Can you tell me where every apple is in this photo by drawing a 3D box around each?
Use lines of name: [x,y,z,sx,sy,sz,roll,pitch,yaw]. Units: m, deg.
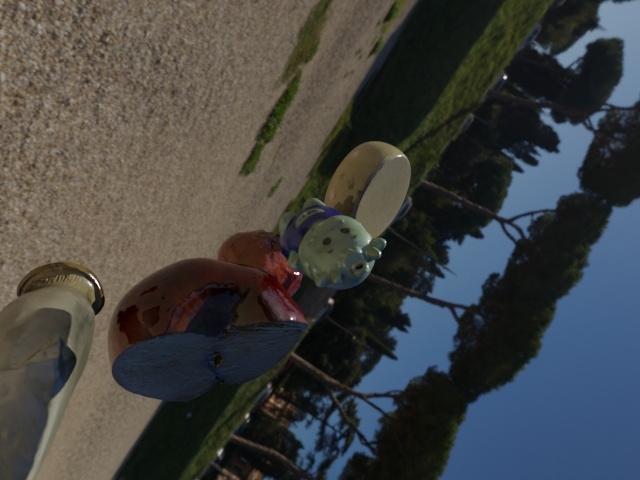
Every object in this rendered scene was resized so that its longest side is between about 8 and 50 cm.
apple: [-0.214,0.191,0.997,0.365,0.329,0.295,105,10,-55]

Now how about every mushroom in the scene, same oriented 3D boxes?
mushroom: [-0.370,0.141,0.673,0.407,0.138,0.154,-126,-141,-61]

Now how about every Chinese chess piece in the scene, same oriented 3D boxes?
Chinese chess piece: [0.123,-0.122,1.331,0.273,0.102,0.273,-38,145,-33]

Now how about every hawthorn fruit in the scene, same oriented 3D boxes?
hawthorn fruit: [-0.116,0.059,1.225,0.243,0.207,0.207,-20,170,-14]

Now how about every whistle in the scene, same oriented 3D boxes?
whistle: [0.000,0.000,0.680,0.110,0.092,0.244,-33,-153,-11]
